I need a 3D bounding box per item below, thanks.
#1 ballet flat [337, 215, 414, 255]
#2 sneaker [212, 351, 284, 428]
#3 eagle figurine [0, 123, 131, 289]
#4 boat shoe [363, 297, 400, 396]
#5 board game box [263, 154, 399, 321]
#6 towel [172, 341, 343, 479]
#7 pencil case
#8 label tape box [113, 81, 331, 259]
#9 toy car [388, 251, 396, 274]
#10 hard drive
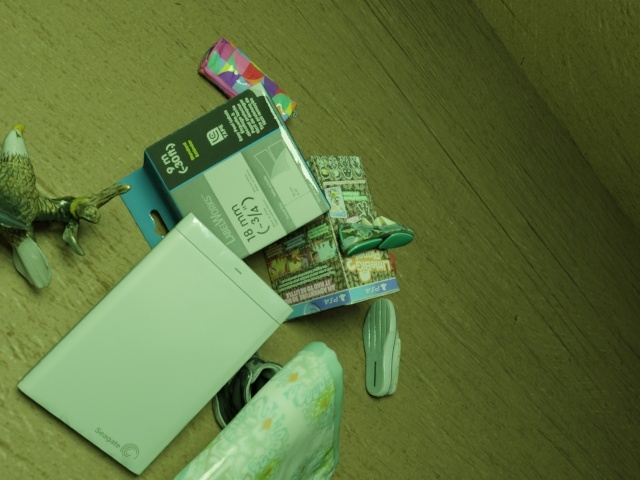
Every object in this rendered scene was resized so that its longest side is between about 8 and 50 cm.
[{"bbox_3d":[0.106,-0.017,0.949,0.188,0.070,0.070,-5,78,-45],"label":"ballet flat"},{"bbox_3d":[-0.138,0.207,0.913,0.101,0.153,0.269,-2,75,-40],"label":"sneaker"},{"bbox_3d":[-0.473,-0.088,0.712,0.298,0.226,0.225,24,22,-50],"label":"eagle figurine"},{"bbox_3d":[0.150,0.254,1.197,0.075,0.083,0.226,21,73,-46],"label":"boat shoe"},{"bbox_3d":[0.000,0.000,1.050,0.141,0.232,0.291,-8,80,-41],"label":"board game box"},{"bbox_3d":[-0.079,0.386,0.813,0.320,0.090,0.375,-42,142,-41],"label":"towel"},{"bbox_3d":[-0.160,-0.343,1.134,0.236,0.104,0.104,38,54,-21],"label":"pencil case"},{"bbox_3d":[-0.181,-0.077,0.875,0.241,0.333,0.106,61,4,-5],"label":"label tape box"},{"bbox_3d":[0.091,0.010,1.240,0.225,0.053,0.239,-17,86,-42],"label":"toy car"},{"bbox_3d":[-0.245,0.161,0.792,0.353,0.047,0.233,-46,106,-7],"label":"hard drive"}]
